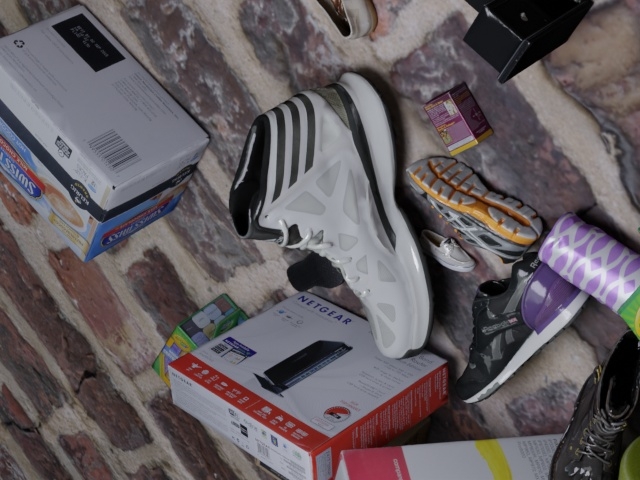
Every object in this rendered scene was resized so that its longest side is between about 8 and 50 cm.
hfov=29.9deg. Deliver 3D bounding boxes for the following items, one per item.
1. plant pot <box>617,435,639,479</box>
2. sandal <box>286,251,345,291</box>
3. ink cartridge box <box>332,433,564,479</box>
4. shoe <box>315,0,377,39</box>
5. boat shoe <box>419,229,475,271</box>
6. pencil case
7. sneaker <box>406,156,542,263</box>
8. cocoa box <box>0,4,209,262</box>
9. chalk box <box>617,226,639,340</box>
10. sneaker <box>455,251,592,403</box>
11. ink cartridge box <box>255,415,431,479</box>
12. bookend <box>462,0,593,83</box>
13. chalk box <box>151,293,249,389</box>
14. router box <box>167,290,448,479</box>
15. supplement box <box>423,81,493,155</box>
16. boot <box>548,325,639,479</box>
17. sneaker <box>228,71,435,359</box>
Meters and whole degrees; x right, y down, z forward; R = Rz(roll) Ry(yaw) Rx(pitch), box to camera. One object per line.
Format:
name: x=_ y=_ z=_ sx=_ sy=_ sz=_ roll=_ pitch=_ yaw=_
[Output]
plant pot: x=0.496 y=0.438 z=1.539 sx=0.367 sy=0.366 sz=0.352 roll=18 pitch=123 yaw=35
sandal: x=-0.001 y=0.047 z=1.992 sx=0.179 sy=0.040 sz=0.067 roll=-17 pitch=99 yaw=62
ink cartridge box: x=0.208 y=0.433 z=1.762 sx=0.279 sy=0.385 sz=0.160 roll=100 pitch=162 yaw=-44
shoe: x=0.009 y=-0.381 z=1.677 sx=0.077 sy=0.058 sz=0.219 roll=-21 pitch=101 yaw=48
boat shoe: x=0.189 y=0.013 z=1.787 sx=0.100 sy=0.035 sz=0.035 roll=32 pitch=137 yaw=34
pencil case: x=0.389 y=0.044 z=1.580 sx=0.206 sy=0.088 sz=0.086 roll=38 pitch=115 yaw=19
sneaker: x=0.208 y=-0.041 z=1.699 sx=0.215 sy=0.084 sz=0.083 roll=36 pitch=141 yaw=19
cocoa box: x=-0.410 y=-0.185 z=2.070 sx=0.347 sy=0.231 sz=0.228 roll=46 pitch=139 yaw=11
chalk box: x=0.494 y=0.075 z=1.402 sx=0.289 sy=0.180 sz=0.179 roll=58 pitch=143 yaw=24
sneaker: x=0.263 y=0.119 z=1.730 sx=0.124 sy=0.107 sz=0.283 roll=42 pitch=129 yaw=5
ink cartridge box: x=0.038 y=0.332 z=1.985 sx=0.193 sy=0.235 sz=0.088 roll=30 pitch=132 yaw=27
bookend: x=0.223 y=-0.291 z=1.462 sx=0.157 sy=0.156 sz=0.072 roll=45 pitch=138 yaw=13
chalk box: x=-0.195 y=0.199 z=2.197 sx=0.132 sy=0.132 sz=0.213 roll=48 pitch=140 yaw=9
router box: x=-0.021 y=0.225 z=1.890 sx=0.335 sy=0.301 sz=0.082 roll=24 pitch=129 yaw=40
supplement box: x=0.190 y=-0.168 z=1.658 sx=0.055 sy=0.043 sz=0.083 roll=-23 pitch=100 yaw=49
boot: x=0.367 y=0.250 z=1.576 sx=0.091 sy=0.262 sz=0.229 roll=13 pitch=164 yaw=9
sneaker: x=-0.001 y=-0.001 z=1.761 sx=0.169 sy=0.258 sz=0.447 roll=19 pitch=127 yaw=62
